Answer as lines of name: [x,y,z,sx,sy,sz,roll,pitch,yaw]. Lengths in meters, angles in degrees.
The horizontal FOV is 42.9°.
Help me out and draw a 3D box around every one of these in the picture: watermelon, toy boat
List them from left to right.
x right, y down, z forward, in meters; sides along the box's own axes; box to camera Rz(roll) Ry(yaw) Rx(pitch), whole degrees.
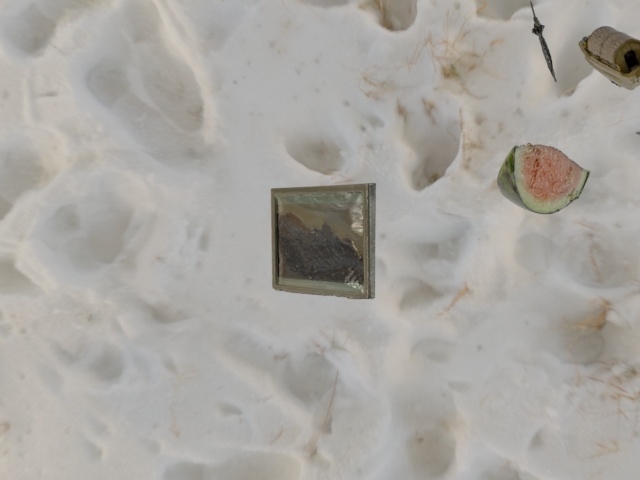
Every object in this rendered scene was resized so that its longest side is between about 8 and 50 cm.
watermelon: [0.376,-0.106,1.396,0.063,0.245,0.119,45,116,43]
toy boat: [0.493,-0.314,1.366,0.068,0.226,0.088,-32,116,9]

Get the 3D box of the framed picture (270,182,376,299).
framed picture: [-0.001,0.000,1.403,0.265,0.018,0.192,0,92,50]

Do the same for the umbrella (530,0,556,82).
umbrella: [0.356,-0.314,1.303,0.022,0.022,0.148,-16,120,22]

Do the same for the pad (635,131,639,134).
pad: [0.631,-0.118,1.175,0.300,0.202,0.005,19,92,0]
